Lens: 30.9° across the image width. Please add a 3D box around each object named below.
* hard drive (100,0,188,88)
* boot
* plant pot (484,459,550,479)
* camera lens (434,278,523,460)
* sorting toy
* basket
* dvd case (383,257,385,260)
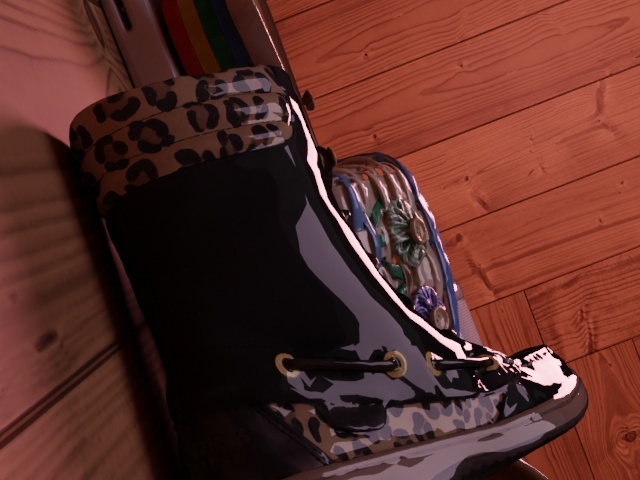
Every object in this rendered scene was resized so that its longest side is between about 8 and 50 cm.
[{"bbox_3d":[-0.167,-0.219,1.156,0.307,0.040,0.203,-91,160,-83],"label":"hard drive"},{"bbox_3d":[0.017,0.035,0.758,0.377,0.138,0.284,-11,72,-50],"label":"boot"},{"bbox_3d":[0.092,0.279,0.875,0.110,0.237,0.237,110,-34,-56],"label":"plant pot"},{"bbox_3d":[0.090,0.183,1.292,0.219,0.219,0.274,23,46,-86],"label":"camera lens"},{"bbox_3d":[-0.096,-0.215,1.159,0.255,0.089,0.257,65,6,-53],"label":"sorting toy"},{"bbox_3d":[0.018,0.053,1.007,0.289,0.201,0.255,-8,84,-79],"label":"basket"},{"bbox_3d":[0.045,0.076,1.802,0.253,0.022,0.180,-151,-113,-68],"label":"dvd case"}]
